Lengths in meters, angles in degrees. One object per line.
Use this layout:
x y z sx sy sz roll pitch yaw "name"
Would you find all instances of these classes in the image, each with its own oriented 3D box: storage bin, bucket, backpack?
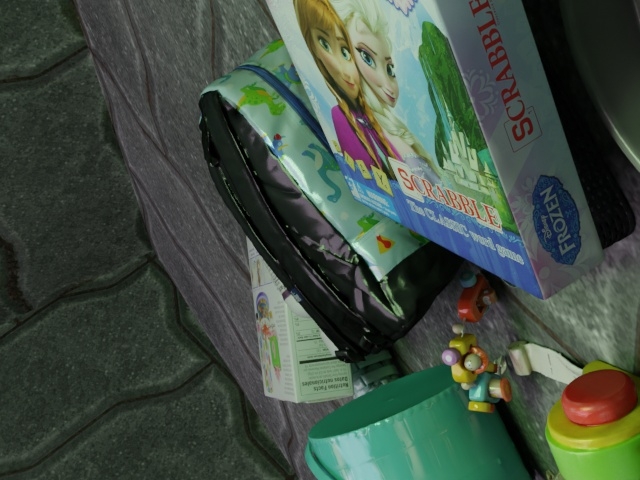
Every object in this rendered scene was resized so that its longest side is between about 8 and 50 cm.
0.179 -0.060 0.907 0.180 0.084 0.122 61 164 2 "storage bin"
0.125 0.288 1.337 0.183 0.281 0.281 66 164 0 "bucket"
0.006 -0.064 1.209 0.355 0.273 0.290 39 164 3 "backpack"

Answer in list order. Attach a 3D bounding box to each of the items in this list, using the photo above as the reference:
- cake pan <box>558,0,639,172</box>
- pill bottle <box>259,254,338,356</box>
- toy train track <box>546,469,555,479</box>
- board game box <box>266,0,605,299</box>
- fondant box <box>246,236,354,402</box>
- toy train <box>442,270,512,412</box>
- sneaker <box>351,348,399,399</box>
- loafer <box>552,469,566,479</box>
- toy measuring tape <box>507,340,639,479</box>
0.254 -0.128 0.612 0.293 0.054 0.293 55 162 27 "cake pan"
0.000 0.000 1.417 0.301 0.169 0.169 61 164 7 "pill bottle"
0.302 0.316 1.258 0.083 0.014 0.048 49 159 42 "toy train track"
0.063 -0.140 0.823 0.319 0.066 0.318 32 151 61 "board game box"
-0.041 0.084 1.624 0.238 0.096 0.330 158 107 -74 "fondant box"
0.192 0.121 1.172 0.046 0.125 0.166 1 131 36 "toy train"
0.106 0.216 1.608 0.151 0.094 0.255 -11 97 58 "sneaker"
0.327 0.305 1.016 0.268 0.092 0.102 42 154 51 "loafer"
0.247 0.173 1.016 0.121 0.121 0.330 67 164 -16 "toy measuring tape"
